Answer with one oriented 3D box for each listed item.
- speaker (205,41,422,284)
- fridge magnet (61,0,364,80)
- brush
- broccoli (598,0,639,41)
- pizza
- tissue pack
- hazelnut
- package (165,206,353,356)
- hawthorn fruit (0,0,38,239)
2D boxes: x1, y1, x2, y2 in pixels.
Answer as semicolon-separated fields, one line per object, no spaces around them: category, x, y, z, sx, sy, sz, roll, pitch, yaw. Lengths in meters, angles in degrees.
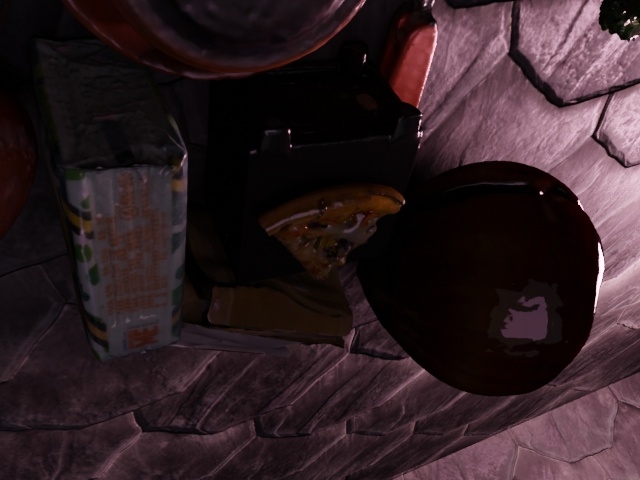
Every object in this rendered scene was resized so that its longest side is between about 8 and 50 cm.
speaker;-0.024;-0.103;0.795;0.232;0.184;0.254;-10;138;-21
fridge magnet;-0.075;-0.302;0.544;0.364;0.155;0.363;-17;141;-14
brush;0.115;-0.236;0.831;0.070;0.051;0.323;-10;140;-18
broccoli;0.556;-0.343;0.838;0.295;0.245;0.265;1;160;1
pizza;0.000;0.000;0.751;0.185;0.036;0.176;-3;137;-28
tissue pack;-0.237;-0.041;0.693;0.128;0.228;0.310;-11;140;-23
hazelnut;0.283;0.082;1.051;0.402;0.402;0.429;-17;153;-14
package;-0.088;0.079;0.916;0.311;0.165;0.221;16;83;-44
hawthorn fruit;-0.379;-0.081;0.545;0.263;0.235;0.231;-34;174;33
